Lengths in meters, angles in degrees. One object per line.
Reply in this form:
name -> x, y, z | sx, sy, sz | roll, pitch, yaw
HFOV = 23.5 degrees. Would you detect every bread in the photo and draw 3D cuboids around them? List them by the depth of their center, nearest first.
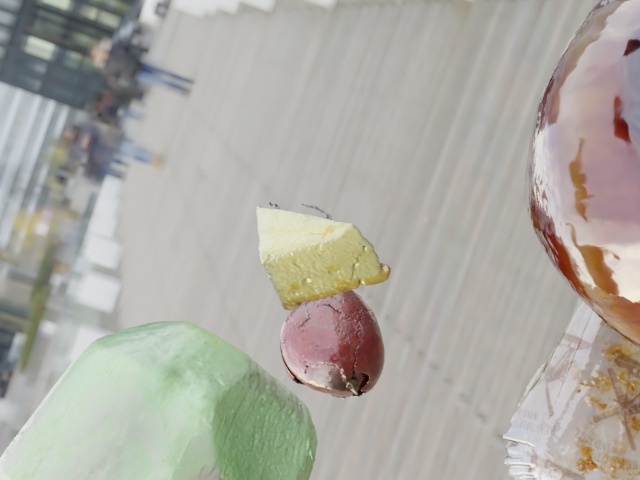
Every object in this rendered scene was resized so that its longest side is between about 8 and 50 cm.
bread -> 0.000, 0.000, 1.381 | 0.080, 0.109, 0.084 | -92, -21, -46

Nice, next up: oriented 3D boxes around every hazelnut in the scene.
hazelnut -> 0.204, -0.047, 0.800 | 0.229, 0.230, 0.229 | -161, 90, -79

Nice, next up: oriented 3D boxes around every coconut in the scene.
coconut -> -0.165, 0.250, 1.523 | 0.328, 0.281, 0.328 | -49, -24, -31

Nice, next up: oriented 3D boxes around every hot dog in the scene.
hot dog -> 0.230, 0.094, 1.161 | 0.069, 0.131, 0.252 | 84, -152, -87

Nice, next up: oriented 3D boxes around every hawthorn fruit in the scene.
hawthorn fruit -> 0.023, 0.151, 2.061 | 0.172, 0.148, 0.148 | 54, 129, 45
